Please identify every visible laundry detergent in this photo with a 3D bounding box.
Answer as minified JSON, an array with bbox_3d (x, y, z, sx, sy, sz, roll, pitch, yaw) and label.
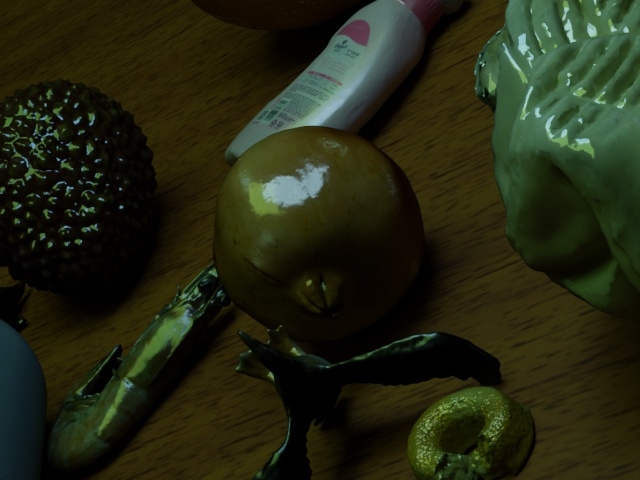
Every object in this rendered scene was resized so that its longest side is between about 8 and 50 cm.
[{"bbox_3d":[0.036,-0.190,1.768,0.335,0.088,0.159,-48,28,-13],"label":"laundry detergent"}]

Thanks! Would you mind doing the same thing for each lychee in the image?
[{"bbox_3d":[-0.306,-0.050,1.864,0.271,0.271,0.271,-31,30,20],"label":"lychee"}]

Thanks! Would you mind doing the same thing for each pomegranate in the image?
[{"bbox_3d":[0.000,-0.005,1.449,0.209,0.209,0.209,-31,30,20],"label":"pomegranate"}]

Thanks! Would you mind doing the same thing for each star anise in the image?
[{"bbox_3d":[-0.447,0.135,1.976,0.140,0.144,0.158,1,36,-13],"label":"star anise"}]

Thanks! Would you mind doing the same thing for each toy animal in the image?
[{"bbox_3d":[-0.023,0.130,1.310,0.272,0.197,0.160,-48,25,-1],"label":"toy animal"}]

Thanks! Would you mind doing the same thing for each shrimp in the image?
[{"bbox_3d":[-0.197,0.125,1.666,0.296,0.058,0.169,-50,27,-6],"label":"shrimp"}]

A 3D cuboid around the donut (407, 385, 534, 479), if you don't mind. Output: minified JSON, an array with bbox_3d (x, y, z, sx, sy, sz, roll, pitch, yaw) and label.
[{"bbox_3d":[0.116,0.158,1.236,0.108,0.043,0.097,-30,31,13],"label":"donut"}]

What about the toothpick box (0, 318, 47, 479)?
[{"bbox_3d":[-0.400,0.203,1.607,0.263,0.263,0.354,-35,28,14],"label":"toothpick box"}]

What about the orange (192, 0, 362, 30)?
[{"bbox_3d":[-0.041,-0.425,1.974,0.340,0.293,0.340,-24,48,29],"label":"orange"}]

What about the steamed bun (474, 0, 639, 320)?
[{"bbox_3d":[0.283,-0.063,1.140,0.347,0.237,0.394,-22,46,-17],"label":"steamed bun"}]
